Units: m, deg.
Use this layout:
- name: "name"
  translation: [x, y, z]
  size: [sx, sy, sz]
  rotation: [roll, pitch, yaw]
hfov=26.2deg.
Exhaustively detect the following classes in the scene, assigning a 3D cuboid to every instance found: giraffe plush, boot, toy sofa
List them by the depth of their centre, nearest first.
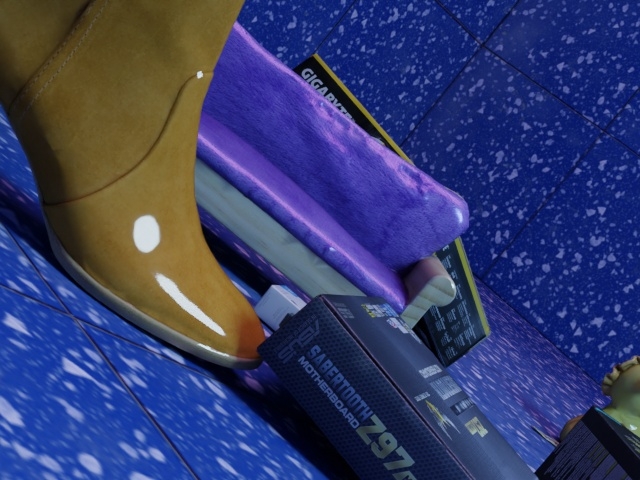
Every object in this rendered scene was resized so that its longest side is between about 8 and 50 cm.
- name: "boot"
  translation: [-0.096, -0.077, 0.831]
  size: [0.295, 0.211, 0.104]
  rotation: [38, 7, -11]
- name: "toy sofa"
  translation: [-0.038, -0.059, 1.226]
  size: [0.362, 0.177, 0.150]
  rotation: [40, 6, -4]
- name: "giraffe plush"
  translation: [0.394, 0.226, 1.733]
  size: [0.210, 0.170, 0.181]
  rotation: [36, 7, -27]

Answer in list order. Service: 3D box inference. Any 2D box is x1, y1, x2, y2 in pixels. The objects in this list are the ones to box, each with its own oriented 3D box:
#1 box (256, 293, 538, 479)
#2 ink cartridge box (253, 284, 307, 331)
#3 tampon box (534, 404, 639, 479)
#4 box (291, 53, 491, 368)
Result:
- name: "box"
  translation: [0.061, 0.121, 0.925]
  size: [0.183, 0.059, 0.233]
  rotation: [51, 9, 11]
- name: "ink cartridge box"
  translation: [-0.011, 0.072, 1.106]
  size: [0.083, 0.028, 0.048]
  rotation: [41, 6, 10]
- name: "tampon box"
  translation: [0.279, 0.243, 1.238]
  size: [0.120, 0.101, 0.161]
  rotation: [37, 7, -13]
- name: "box"
  translation: [0.069, -0.025, 1.540]
  size: [0.257, 0.079, 0.322]
  rotation: [49, -7, 30]
